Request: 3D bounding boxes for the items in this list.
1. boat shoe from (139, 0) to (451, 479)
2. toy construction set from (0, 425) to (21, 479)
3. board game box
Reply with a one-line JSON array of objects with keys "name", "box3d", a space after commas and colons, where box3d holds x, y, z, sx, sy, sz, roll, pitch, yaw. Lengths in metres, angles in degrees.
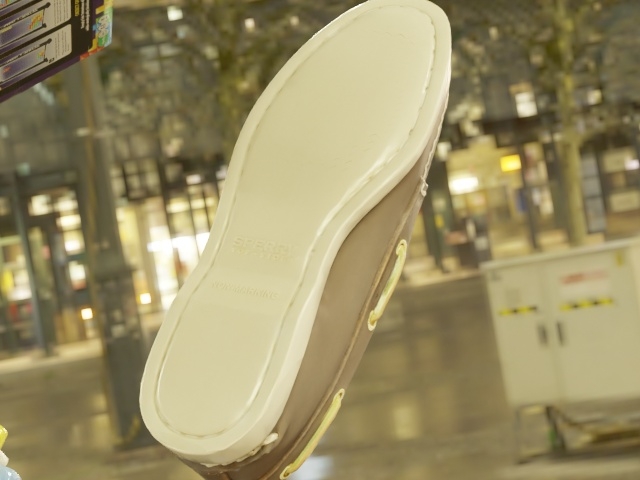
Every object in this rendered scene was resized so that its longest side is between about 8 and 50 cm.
[{"name": "boat shoe", "box3d": [0.000, 0.000, 0.983, 0.117, 0.324, 0.096, 13, -24, 28]}, {"name": "toy construction set", "box3d": [-0.397, 0.108, 1.315, 0.215, 0.327, 0.151, -2, 37, 36]}, {"name": "board game box", "box3d": [-0.206, -0.156, 1.058, 0.141, 0.048, 0.170, -30, -16, -20]}]
